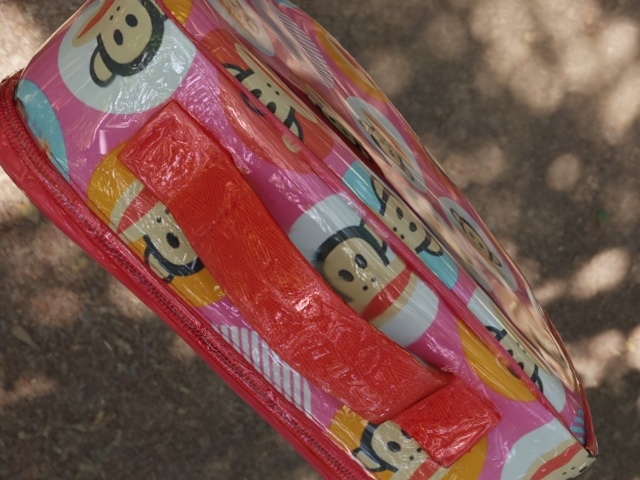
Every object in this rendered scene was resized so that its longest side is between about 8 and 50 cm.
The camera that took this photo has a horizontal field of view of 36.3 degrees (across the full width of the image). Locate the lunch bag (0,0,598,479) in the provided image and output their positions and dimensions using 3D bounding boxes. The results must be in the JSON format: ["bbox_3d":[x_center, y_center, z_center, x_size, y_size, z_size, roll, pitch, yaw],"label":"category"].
[{"bbox_3d":[0.000,0.000,0.446,0.120,0.258,0.293,-41,103,12],"label":"lunch bag"}]
